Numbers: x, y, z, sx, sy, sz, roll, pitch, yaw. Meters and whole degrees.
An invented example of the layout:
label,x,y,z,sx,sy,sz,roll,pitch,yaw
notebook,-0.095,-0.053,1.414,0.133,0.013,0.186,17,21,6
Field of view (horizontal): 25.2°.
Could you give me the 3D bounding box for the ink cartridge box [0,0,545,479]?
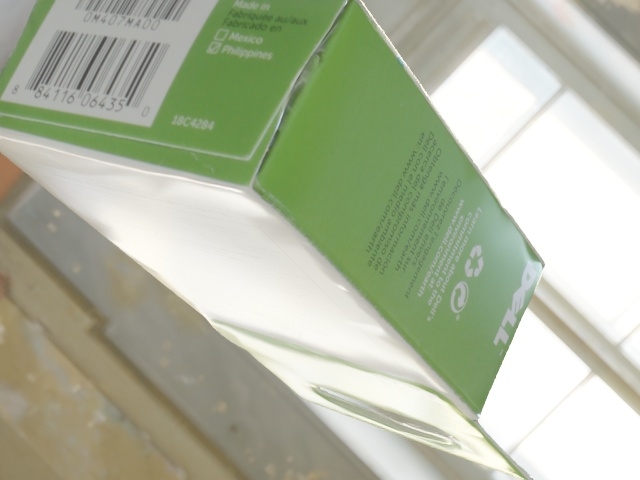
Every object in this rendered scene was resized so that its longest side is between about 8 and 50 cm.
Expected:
label,x,y,z,sx,sy,sz,roll,pitch,yaw
ink cartridge box,0.000,0.000,0.460,0.209,0.109,0.062,46,64,-49
